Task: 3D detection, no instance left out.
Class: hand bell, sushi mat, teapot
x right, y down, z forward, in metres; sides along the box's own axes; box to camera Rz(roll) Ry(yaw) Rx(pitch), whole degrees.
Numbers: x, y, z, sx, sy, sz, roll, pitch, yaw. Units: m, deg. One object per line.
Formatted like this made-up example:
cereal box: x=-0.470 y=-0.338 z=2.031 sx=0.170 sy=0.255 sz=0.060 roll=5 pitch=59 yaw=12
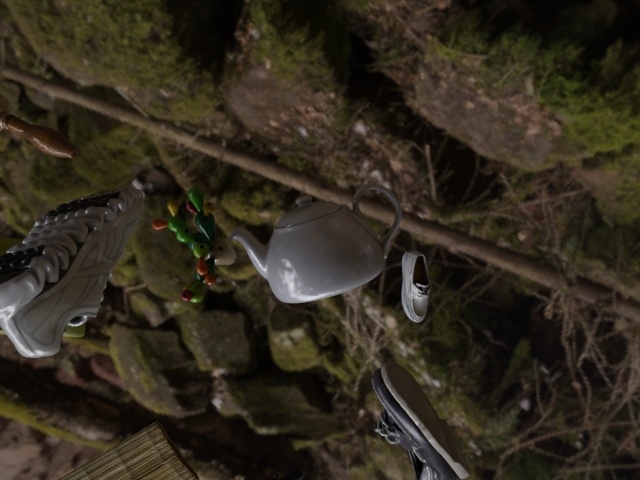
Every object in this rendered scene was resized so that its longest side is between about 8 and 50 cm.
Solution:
hand bell: x=-0.482 y=-0.181 z=1.175 sx=0.242 sy=0.126 sz=0.126 roll=26 pitch=174 yaw=15
sushi mat: x=-0.394 y=0.468 z=1.364 sx=0.151 sy=0.316 sz=0.019 roll=61 pitch=176 yaw=-17
teapot: x=0.000 y=0.000 z=1.469 sx=0.252 sy=0.256 sz=0.187 roll=-9 pitch=101 yaw=41

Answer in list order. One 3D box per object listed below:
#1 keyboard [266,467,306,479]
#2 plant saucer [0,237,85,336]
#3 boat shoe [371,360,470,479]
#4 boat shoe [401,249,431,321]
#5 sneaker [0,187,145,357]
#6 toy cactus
keyboard: x=-0.106 y=0.468 z=1.285 sx=0.038 sy=0.192 sz=0.100 roll=47 pitch=165 yaw=53
plant saucer: x=-0.513 y=0.093 z=1.316 sx=0.188 sy=0.188 sz=0.045 roll=4 pitch=-161 yaw=-12
boat shoe: x=0.092 y=0.198 z=0.764 sx=0.206 sy=0.065 sz=0.075 roll=53 pitch=-165 yaw=-41
boat shoe: x=0.132 y=0.063 z=1.004 sx=0.035 sy=0.100 sz=0.035 roll=-6 pitch=-172 yaw=-24
sneaker: x=-0.294 y=0.027 z=0.894 sx=0.292 sy=0.110 sz=0.118 roll=-60 pitch=-45 yaw=-57
toy cactus: x=-0.222 y=0.017 z=1.386 sx=0.180 sy=0.112 sz=0.219 roll=32 pitch=-138 yaw=-63
